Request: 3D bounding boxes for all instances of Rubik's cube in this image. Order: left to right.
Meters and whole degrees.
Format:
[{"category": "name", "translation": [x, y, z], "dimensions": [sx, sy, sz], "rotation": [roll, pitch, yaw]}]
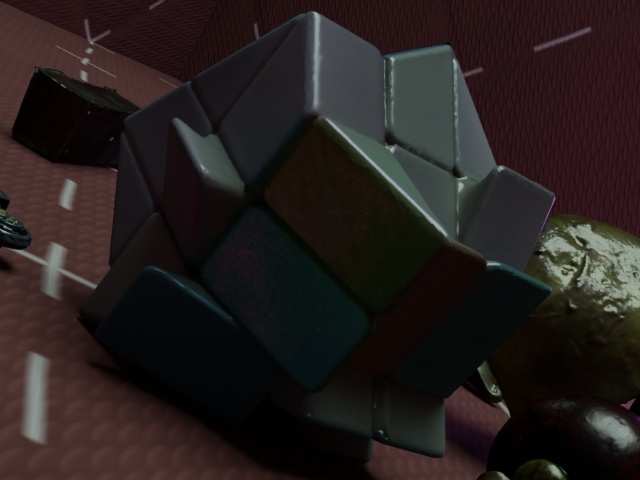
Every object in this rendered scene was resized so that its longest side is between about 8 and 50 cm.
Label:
[{"category": "Rubik's cube", "translation": [0.000, 0.000, 1.082], "dimensions": [0.358, 0.368, 0.387], "rotation": [21, -30, -39]}]

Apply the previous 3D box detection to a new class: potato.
[{"category": "potato", "translation": [0.323, 0.079, 1.448], "dimensions": [0.237, 0.301, 0.288], "rotation": [65, 24, 6]}]

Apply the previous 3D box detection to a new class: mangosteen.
[{"category": "mangosteen", "translation": [0.235, 0.238, 1.128], "dimensions": [0.200, 0.200, 0.200], "rotation": [29, 8, -4]}]

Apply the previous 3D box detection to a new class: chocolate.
[{"category": "chocolate", "translation": [-0.361, -0.180, 1.830], "dimensions": [0.112, 0.112, 0.321], "rotation": [32, 7, 10]}]

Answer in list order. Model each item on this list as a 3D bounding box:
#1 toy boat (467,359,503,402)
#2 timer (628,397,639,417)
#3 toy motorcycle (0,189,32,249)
[{"category": "toy boat", "translation": [0.214, 0.174, 1.786], "dimensions": [0.185, 0.071, 0.089], "rotation": [33, -34, 29]}, {"category": "timer", "translation": [0.418, 0.269, 1.384], "dimensions": [0.383, 0.270, 0.270], "rotation": [3, 25, -45]}, {"category": "toy motorcycle", "translation": [-0.362, -0.047, 1.136], "dimensions": [0.124, 0.061, 0.193], "rotation": [17, 16, -48]}]
